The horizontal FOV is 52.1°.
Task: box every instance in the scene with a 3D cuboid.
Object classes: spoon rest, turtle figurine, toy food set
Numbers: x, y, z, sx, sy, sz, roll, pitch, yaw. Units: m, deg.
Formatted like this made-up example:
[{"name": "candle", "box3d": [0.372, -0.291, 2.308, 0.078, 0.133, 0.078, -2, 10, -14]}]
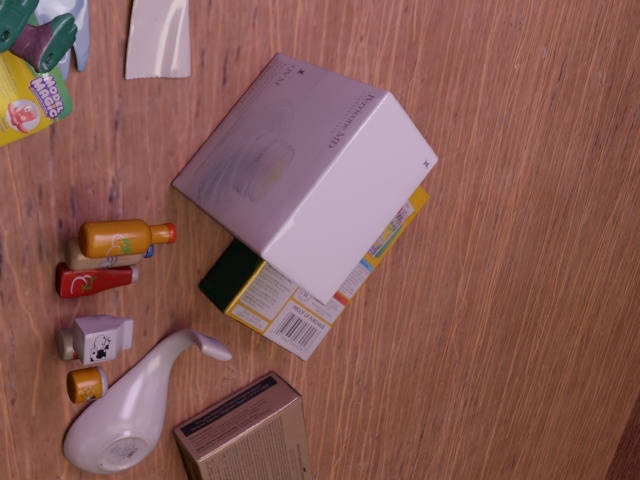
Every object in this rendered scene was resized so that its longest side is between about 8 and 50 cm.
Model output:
[{"name": "spoon rest", "box3d": [-0.242, 0.224, 0.914, 0.276, 0.084, 0.137, -46, 135, 9]}, {"name": "turtle figurine", "box3d": [-0.324, -0.223, 0.523, 0.118, 0.234, 0.175, -58, 180, 21]}, {"name": "toy food set", "box3d": [-0.247, 0.074, 0.783, 0.104, 0.111, 0.232, -6, 115, -38]}]

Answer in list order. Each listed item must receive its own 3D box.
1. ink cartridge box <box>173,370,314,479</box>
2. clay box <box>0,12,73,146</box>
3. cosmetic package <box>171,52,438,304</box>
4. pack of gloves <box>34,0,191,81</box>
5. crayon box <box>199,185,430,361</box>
[{"name": "ink cartridge box", "box3d": [-0.118, 0.361, 1.077, 0.193, 0.088, 0.235, -26, 128, -29]}, {"name": "clay box", "box3d": [-0.359, -0.136, 0.607, 0.222, 0.053, 0.127, -31, 129, -25]}, {"name": "cosmetic package", "box3d": [-0.024, -0.083, 0.800, 0.224, 0.224, 0.138, -52, 136, -4]}, {"name": "pack of gloves", "box3d": [-0.211, -0.272, 0.660, 0.195, 0.046, 0.232, -14, 123, -35]}, {"name": "crayon box", "box3d": [0.000, 0.000, 0.971, 0.323, 0.083, 0.203, -52, 136, -3]}]
